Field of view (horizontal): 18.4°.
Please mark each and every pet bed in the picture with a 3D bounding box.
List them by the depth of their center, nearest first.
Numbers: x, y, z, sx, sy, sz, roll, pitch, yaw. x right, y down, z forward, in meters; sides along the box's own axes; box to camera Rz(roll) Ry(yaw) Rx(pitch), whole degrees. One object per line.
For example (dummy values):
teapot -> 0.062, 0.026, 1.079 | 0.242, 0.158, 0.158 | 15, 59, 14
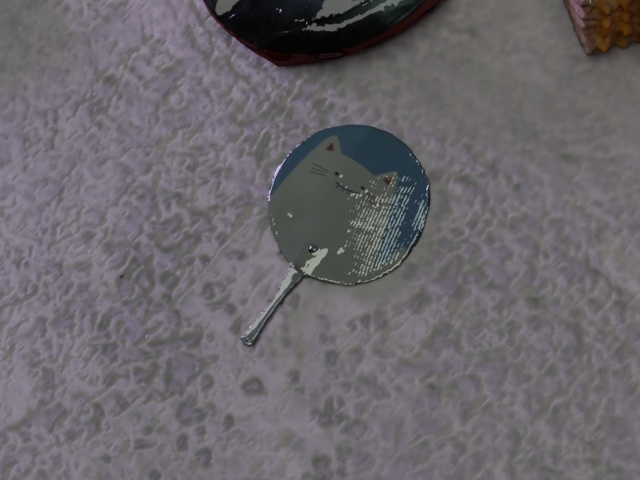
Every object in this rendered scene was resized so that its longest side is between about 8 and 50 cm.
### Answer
pet bed -> 0.000, -0.214, 1.371 | 0.201, 0.053, 0.201 | -3, 75, 13

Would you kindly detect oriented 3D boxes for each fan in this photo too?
fan -> 0.000, 0.000, 1.339 | 0.113, 0.005, 0.175 | 34, 85, 19

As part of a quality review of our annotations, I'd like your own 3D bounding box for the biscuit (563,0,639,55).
biscuit -> 0.145, -0.292, 1.332 | 0.054, 0.094, 0.379 | -20, 72, 3
